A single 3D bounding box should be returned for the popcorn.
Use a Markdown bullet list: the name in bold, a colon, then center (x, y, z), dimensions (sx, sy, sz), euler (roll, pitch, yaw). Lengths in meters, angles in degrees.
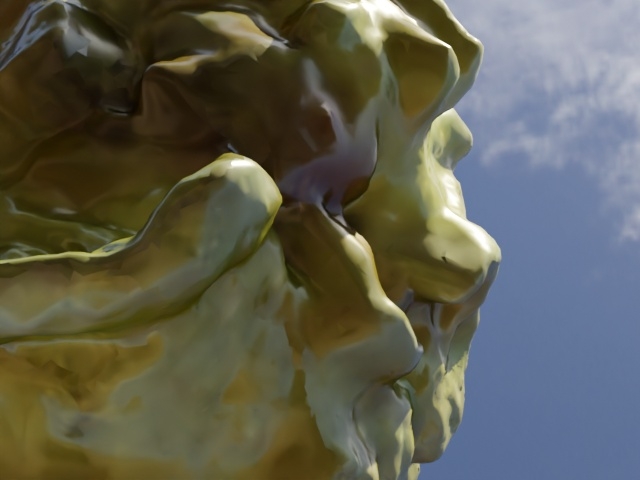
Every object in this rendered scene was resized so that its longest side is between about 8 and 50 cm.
- **popcorn**: center (-0.041, 0.002, 0.489), dimensions (0.181, 0.217, 0.235), euler (19, -117, 20)
